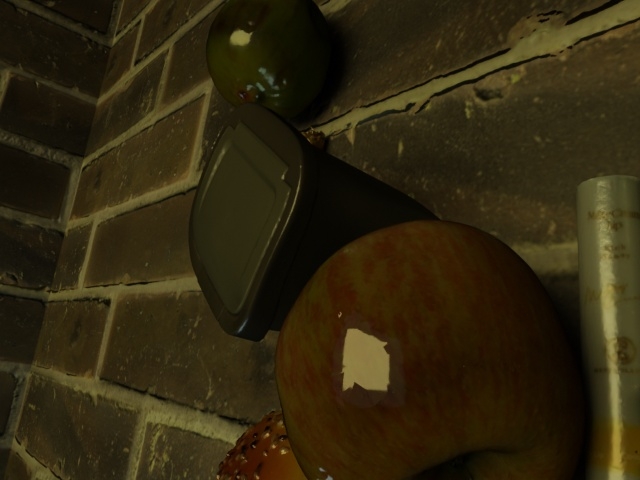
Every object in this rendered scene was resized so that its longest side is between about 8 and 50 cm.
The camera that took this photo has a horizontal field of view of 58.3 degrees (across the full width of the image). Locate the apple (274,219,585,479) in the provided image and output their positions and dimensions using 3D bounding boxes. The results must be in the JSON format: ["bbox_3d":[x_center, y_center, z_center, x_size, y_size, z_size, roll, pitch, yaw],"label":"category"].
[{"bbox_3d":[0.089,0.124,0.483,0.264,0.264,0.265,-25,57,45],"label":"apple"}]

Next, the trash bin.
[{"bbox_3d":[0.000,0.000,0.662,0.219,0.250,0.220,-60,38,17],"label":"trash bin"}]

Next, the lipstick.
[{"bbox_3d":[0.246,0.075,0.475,0.059,0.059,0.264,-14,65,49],"label":"lipstick"}]

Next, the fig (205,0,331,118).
[{"bbox_3d":[-0.079,-0.323,0.943,0.207,0.207,0.230,14,83,53],"label":"fig"}]

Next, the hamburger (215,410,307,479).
[{"bbox_3d":[-0.039,0.330,0.603,0.300,0.176,0.300,-166,90,-70],"label":"hamburger"}]

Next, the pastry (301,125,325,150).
[{"bbox_3d":[-0.037,-0.109,0.920,0.080,0.056,0.140,0,73,40],"label":"pastry"}]
